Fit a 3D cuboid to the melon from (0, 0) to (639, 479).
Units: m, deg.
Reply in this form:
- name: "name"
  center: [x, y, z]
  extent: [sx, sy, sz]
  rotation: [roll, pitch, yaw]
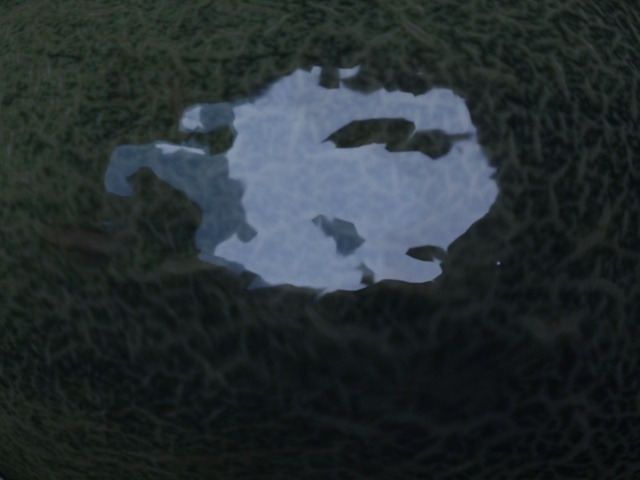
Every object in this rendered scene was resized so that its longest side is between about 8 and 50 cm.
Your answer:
- name: "melon"
  center: [0.000, 0.000, 0.574]
  extent: [0.329, 0.248, 0.248]
  rotation: [5, 75, 7]
